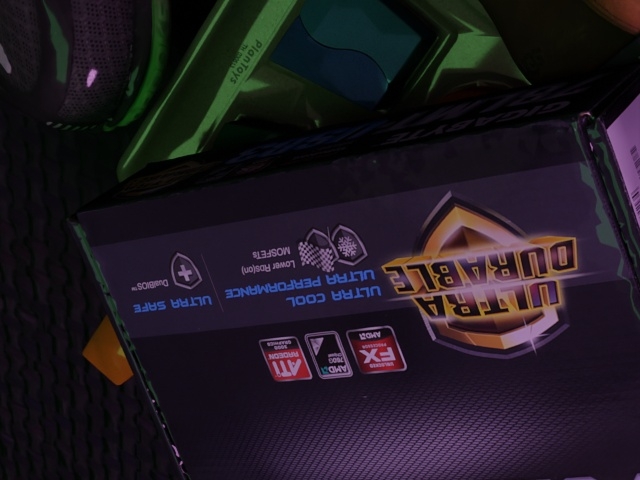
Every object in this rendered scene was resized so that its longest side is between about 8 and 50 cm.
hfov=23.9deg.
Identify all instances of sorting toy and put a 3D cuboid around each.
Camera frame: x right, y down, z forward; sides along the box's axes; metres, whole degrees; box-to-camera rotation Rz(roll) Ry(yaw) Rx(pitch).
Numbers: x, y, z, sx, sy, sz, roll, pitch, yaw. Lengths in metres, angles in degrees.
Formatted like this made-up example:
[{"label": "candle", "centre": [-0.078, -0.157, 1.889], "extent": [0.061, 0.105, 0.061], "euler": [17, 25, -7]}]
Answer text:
[{"label": "sorting toy", "centre": [0.000, 0.000, 0.772], "extent": [0.229, 0.041, 0.307], "euler": [40, 117, 10]}]

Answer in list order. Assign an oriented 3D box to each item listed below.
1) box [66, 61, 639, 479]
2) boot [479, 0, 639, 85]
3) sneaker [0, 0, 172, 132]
[{"label": "box", "centre": [0.055, 0.087, 0.701], "extent": [0.295, 0.073, 0.293], "euler": [-8, 109, 38]}, {"label": "boot", "centre": [0.101, -0.201, 0.610], "extent": [0.280, 0.096, 0.264], "euler": [47, 146, 11]}, {"label": "sneaker", "centre": [-0.259, -0.239, 0.757], "extent": [0.483, 0.202, 0.185], "euler": [53, 139, -7]}]
